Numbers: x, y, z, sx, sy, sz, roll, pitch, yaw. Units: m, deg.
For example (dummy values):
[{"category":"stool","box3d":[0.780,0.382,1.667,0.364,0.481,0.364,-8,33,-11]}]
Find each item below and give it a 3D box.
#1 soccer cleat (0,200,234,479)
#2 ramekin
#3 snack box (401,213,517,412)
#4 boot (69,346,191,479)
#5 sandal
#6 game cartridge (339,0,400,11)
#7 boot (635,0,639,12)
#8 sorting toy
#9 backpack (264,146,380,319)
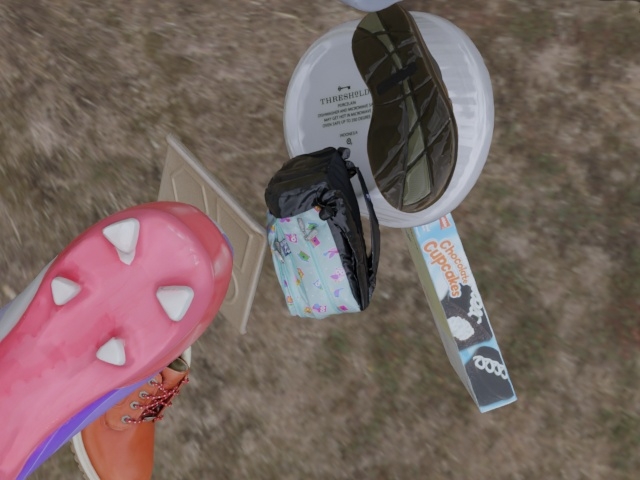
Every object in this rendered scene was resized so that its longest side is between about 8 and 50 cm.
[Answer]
[{"category":"soccer cleat","box3d":[-0.140,0.069,0.677,0.248,0.095,0.083,-38,84,11]},{"category":"ramekin","box3d":[0.071,-0.151,1.863,0.127,0.273,0.272,-1,102,-46]},{"category":"snack box","box3d":[0.176,0.059,2.088,0.060,0.187,0.321,-22,109,-2]},{"category":"boot","box3d":[-0.124,0.106,1.019,0.059,0.085,0.157,-16,107,-51]},{"category":"sandal","box3d":[0.082,-0.121,1.393,0.090,0.219,0.060,-30,144,22]},{"category":"game cartridge","box3d":[0.073,-0.243,0.826,0.297,0.198,0.062,-39,124,-13]},{"category":"boot","box3d":[0.443,-0.216,1.766,0.263,0.091,0.228,0,102,15]},{"category":"sorting toy","box3d":[-0.134,-0.009,1.862,0.038,0.193,0.208,-28,150,-31]},{"category":"backpack","box3d":[0.000,0.000,1.738,0.115,0.152,0.182,-8,113,20]}]
